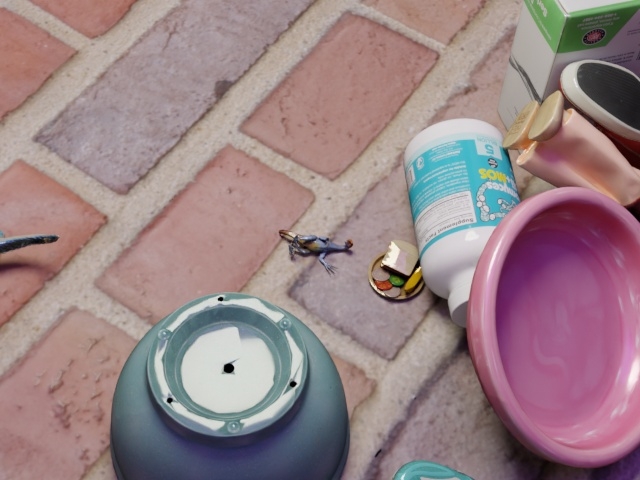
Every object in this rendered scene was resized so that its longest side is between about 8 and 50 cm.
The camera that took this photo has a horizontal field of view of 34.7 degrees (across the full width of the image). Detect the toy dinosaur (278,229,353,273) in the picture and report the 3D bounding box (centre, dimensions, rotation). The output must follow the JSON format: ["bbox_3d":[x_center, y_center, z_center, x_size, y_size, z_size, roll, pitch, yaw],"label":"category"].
[{"bbox_3d":[0.000,0.000,1.393,0.082,0.047,0.090,-6,45,-29],"label":"toy dinosaur"}]

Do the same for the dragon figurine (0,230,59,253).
[{"bbox_3d":[-0.484,0.017,1.321,0.289,0.085,0.144,16,57,7],"label":"dragon figurine"}]

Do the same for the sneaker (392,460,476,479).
[{"bbox_3d":[0.203,0.328,1.150,0.275,0.110,0.107,30,60,16],"label":"sneaker"}]

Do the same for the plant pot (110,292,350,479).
[{"bbox_3d":[-0.105,0.180,1.175,0.293,0.196,0.293,1,57,-2],"label":"plant pot"}]

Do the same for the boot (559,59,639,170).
[{"bbox_3d":[0.391,-0.153,1.417,0.244,0.176,0.088,24,67,-22],"label":"boot"}]

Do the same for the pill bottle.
[{"bbox_3d":[0.197,-0.020,1.354,0.146,0.146,0.264,-3,58,-6],"label":"pill bottle"}]

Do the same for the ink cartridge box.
[{"bbox_3d":[0.383,-0.261,1.440,0.211,0.289,0.122,-13,56,-12],"label":"ink cartridge box"}]

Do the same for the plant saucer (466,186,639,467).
[{"bbox_3d":[0.296,0.104,1.239,0.332,0.084,0.332,5,81,-34],"label":"plant saucer"}]

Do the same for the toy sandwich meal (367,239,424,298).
[{"bbox_3d":[0.104,0.039,1.378,0.085,0.029,0.086,2,57,-3],"label":"toy sandwich meal"}]

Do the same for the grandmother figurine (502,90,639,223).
[{"bbox_3d":[0.405,-0.062,1.367,0.342,0.208,0.104,34,85,-12],"label":"grandmother figurine"}]
